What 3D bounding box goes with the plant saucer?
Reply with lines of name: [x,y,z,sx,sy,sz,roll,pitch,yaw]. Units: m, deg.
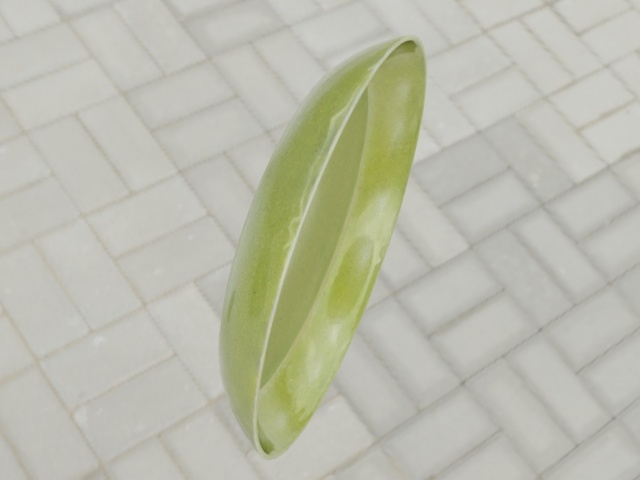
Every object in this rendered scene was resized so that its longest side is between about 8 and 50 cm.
plant saucer: [0.000,0.000,0.600,0.037,0.241,0.241,19,53,14]
